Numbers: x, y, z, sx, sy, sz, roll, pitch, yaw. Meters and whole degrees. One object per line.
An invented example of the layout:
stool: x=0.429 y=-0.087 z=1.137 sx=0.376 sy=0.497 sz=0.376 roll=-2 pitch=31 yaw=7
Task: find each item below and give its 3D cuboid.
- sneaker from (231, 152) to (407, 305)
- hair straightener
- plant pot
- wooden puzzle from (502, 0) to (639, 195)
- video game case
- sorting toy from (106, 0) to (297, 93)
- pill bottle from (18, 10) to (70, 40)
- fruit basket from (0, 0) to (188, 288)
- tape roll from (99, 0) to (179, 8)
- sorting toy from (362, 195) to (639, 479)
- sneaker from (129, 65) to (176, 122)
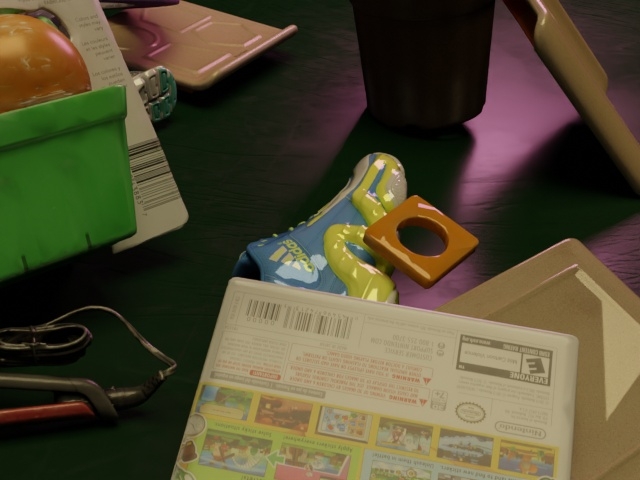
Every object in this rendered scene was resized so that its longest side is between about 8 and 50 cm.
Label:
sneaker: x=0.000 y=0.000 z=0.879 sx=0.126 sy=0.091 sz=0.240 roll=7 pitch=32 yaw=0
hair straightener: x=-0.205 y=0.076 z=0.713 sx=0.230 sy=0.089 sz=0.047 roll=-3 pitch=-6 yaw=-15
plant pot: x=0.106 y=-0.211 z=1.155 sx=0.166 sy=0.165 sz=0.167 roll=-4 pitch=30 yaw=2
wooden puzzle: x=0.249 y=-0.173 z=1.144 sx=0.044 sy=0.221 sz=0.239 roll=-32 pitch=28 yaw=19
video game case: x=0.032 y=0.128 z=0.670 sx=0.226 sy=0.026 sz=0.206 roll=10 pitch=54 yaw=5
sorting toy: x=-0.157 y=-0.215 z=1.255 sx=0.208 sy=0.038 sz=0.193 roll=15 pitch=32 yaw=22
pill bottle: x=-0.289 y=-0.199 z=1.138 sx=0.120 sy=0.067 sz=0.067 roll=5 pitch=27 yaw=31
fruit basket: x=-0.292 y=-0.122 z=0.810 sx=0.327 sy=0.165 sz=0.353 roll=-24 pitch=86 yaw=-39
tape roll: x=-0.283 y=-0.284 z=1.169 sx=0.274 sy=0.090 sz=0.275 roll=0 pitch=10 yaw=0
sorting toy: x=0.167 y=0.095 z=0.767 sx=0.196 sy=0.047 sz=0.348 roll=-22 pitch=56 yaw=-32
sneaker: x=-0.215 y=-0.123 z=1.079 sx=0.076 sy=0.065 sz=0.166 roll=10 pitch=24 yaw=37
